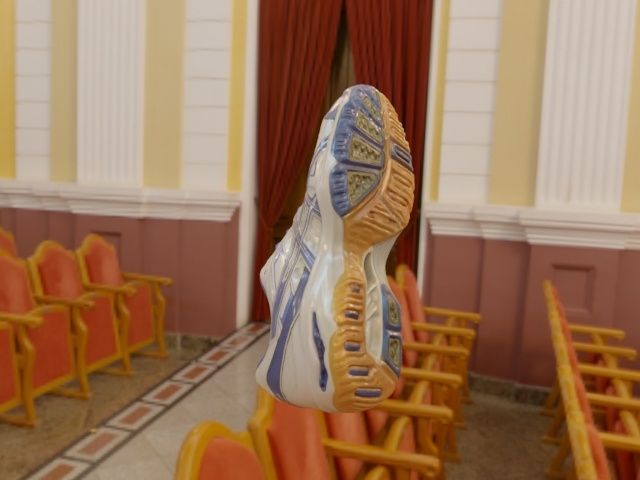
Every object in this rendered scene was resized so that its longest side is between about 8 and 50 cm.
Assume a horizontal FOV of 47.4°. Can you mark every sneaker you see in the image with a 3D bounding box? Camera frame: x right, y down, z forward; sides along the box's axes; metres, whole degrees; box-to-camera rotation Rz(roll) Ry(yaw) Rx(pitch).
[{"bbox_3d":[0.000,0.000,0.643,0.131,0.296,0.112,-12,-30,41],"label":"sneaker"}]
